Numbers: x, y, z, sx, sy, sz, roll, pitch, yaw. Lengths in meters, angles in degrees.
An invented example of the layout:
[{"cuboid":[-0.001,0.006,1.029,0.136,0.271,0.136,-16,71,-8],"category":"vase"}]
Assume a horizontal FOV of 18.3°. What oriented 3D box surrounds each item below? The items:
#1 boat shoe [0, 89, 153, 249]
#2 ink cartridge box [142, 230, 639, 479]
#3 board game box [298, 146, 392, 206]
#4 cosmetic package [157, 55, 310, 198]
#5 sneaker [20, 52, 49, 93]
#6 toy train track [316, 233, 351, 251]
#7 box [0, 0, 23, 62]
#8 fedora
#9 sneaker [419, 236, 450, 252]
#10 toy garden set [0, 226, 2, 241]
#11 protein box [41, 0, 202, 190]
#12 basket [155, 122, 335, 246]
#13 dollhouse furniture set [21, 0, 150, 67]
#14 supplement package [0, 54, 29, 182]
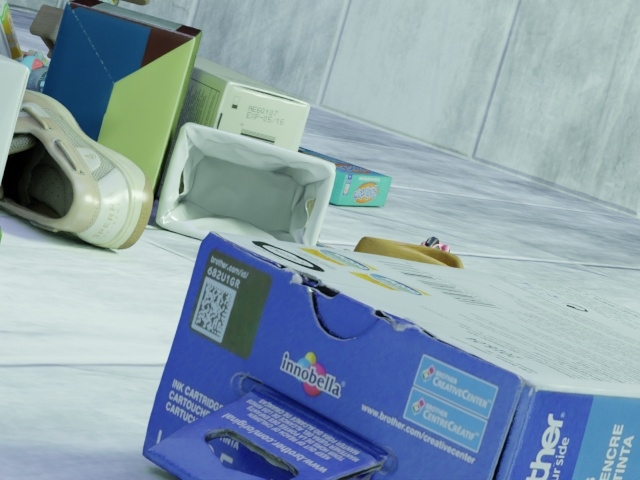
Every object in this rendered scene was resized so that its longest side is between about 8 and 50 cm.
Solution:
[{"cuboid":[-0.282,-0.077,1.861,0.098,0.109,0.302,10,16,-46],"category":"boat shoe"},{"cuboid":[0.092,0.109,1.130,0.395,0.151,0.270,11,9,-43],"category":"ink cartridge box"},{"cuboid":[-0.028,-0.099,2.735,0.210,0.047,0.160,19,8,24],"category":"board game box"},{"cuboid":[-0.144,-0.126,2.284,0.113,0.160,0.309,13,9,-29],"category":"cosmetic package"},{"cuboid":[-0.324,-0.135,2.296,0.125,0.104,0.262,29,14,-4],"category":"sneaker"},{"cuboid":[0.000,0.000,2.219,0.083,0.014,0.048,21,9,26],"category":"toy train track"},{"cuboid":[-0.439,-0.214,2.168,0.203,0.103,0.114,-16,8,2],"category":"box"},{"cuboid":[0.080,0.043,1.840,0.194,0.079,0.194,16,8,-2],"category":"fedora"},{"cuboid":[0.107,0.022,2.127,0.047,0.057,0.119,22,10,22],"category":"sneaker"},{"cuboid":[-0.409,-0.060,1.672,0.204,0.049,0.244,10,10,-41],"category":"toy garden set"},{"cuboid":[-0.217,-0.140,2.070,0.136,0.200,0.201,16,8,-3],"category":"protein box"},{"cuboid":[-0.076,-0.050,2.063,0.167,0.113,0.103,16,4,-1],"category":"basket"},{"cuboid":[-0.267,-0.223,2.546,0.161,0.212,0.242,18,-19,22],"category":"dollhouse furniture set"},{"cuboid":[-0.389,-0.086,1.427,0.293,0.175,0.177,12,7,-29],"category":"supplement package"}]
